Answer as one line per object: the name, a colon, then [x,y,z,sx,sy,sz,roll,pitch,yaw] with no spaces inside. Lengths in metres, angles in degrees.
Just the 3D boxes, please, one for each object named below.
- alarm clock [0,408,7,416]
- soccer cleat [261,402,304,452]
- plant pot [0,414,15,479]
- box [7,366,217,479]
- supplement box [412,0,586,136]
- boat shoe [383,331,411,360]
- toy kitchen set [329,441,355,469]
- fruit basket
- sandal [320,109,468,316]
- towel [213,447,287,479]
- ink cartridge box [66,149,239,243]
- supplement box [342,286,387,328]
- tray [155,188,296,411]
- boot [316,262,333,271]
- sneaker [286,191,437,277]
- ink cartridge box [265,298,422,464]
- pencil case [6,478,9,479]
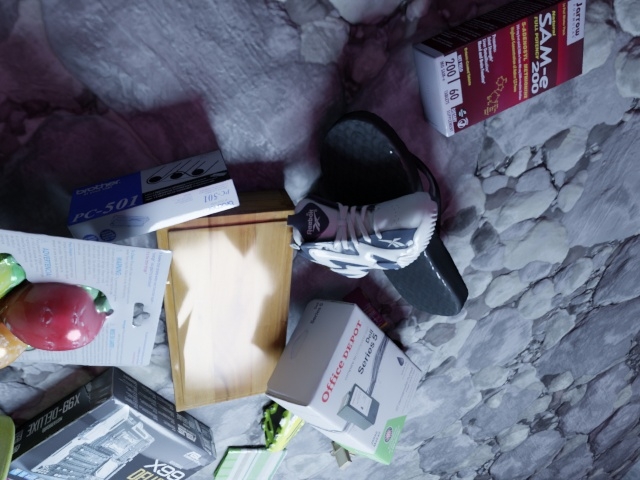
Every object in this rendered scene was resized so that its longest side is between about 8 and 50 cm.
alarm clock: [-0.575,0.305,0.781,0.130,0.064,0.192,27,105,-26]
soccer cleat: [-0.040,0.351,1.021,0.121,0.093,0.288,9,120,-30]
plant pot: [-0.603,0.309,0.573,0.353,0.366,0.366,26,111,-33]
box: [-0.388,0.399,0.920,0.243,0.076,0.307,-32,129,2]
supplement box: [0.268,-0.268,0.717,0.240,0.073,0.130,-26,129,-4]
boat shoe: [0.164,0.245,1.057,0.042,0.048,0.133,-38,125,17]
toy kitchen set: [0.063,0.557,1.222,0.083,0.075,0.068,35,107,-33]
fruit basket: [-0.386,0.073,0.604,0.354,0.165,0.327,3,142,-22]
sandal: [0.134,-0.041,0.794,0.107,0.168,0.445,-57,135,-26]
towel: [-0.167,0.532,1.147,0.152,0.023,0.113,15,115,-28]
ink cartridge box: [-0.222,-0.058,0.647,0.207,0.097,0.046,-18,129,-10]
supplement box: [0.087,0.140,0.946,0.043,0.055,0.083,-37,130,4]
tray: [-0.159,0.117,0.816,0.203,0.076,0.410,-6,127,-18]
boot: [0.000,0.000,0.822,0.107,0.037,0.114,30,139,1]
sneaker: [0.037,-0.018,0.662,0.153,0.235,0.093,15,72,-23]
ink cartridge box: [0.056,0.265,0.902,0.273,0.115,0.198,47,58,-35]
pencil case: [-0.677,0.506,0.867,0.237,0.104,0.104,-29,130,2]
